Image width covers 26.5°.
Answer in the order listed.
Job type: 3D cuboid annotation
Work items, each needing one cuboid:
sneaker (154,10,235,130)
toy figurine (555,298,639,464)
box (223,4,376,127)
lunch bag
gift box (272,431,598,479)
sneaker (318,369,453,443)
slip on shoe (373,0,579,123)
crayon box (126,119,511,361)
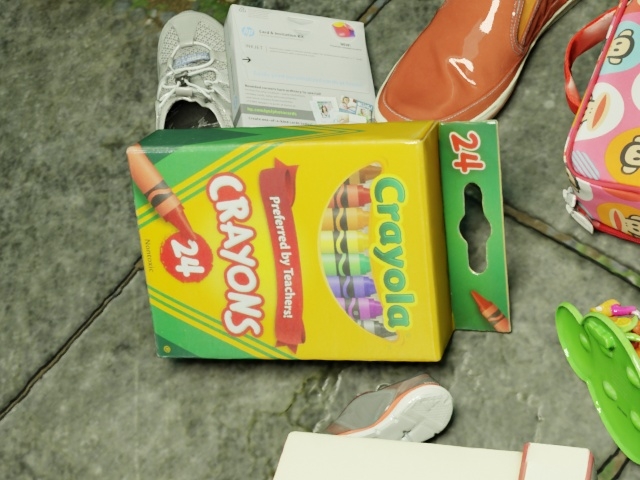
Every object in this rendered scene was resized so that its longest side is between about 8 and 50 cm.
[{"bbox_3d":[-0.115,-0.136,1.363,0.105,0.115,0.281,-19,56,6],"label":"sneaker"},{"bbox_3d":[0.303,0.086,1.119,0.159,0.130,0.173,-19,30,-10],"label":"toy figurine"},{"bbox_3d":[-0.017,-0.146,1.343,0.145,0.038,0.186,4,56,-19],"label":"box"},{"bbox_3d":[0.339,-0.131,1.213,0.258,0.120,0.293,16,66,26],"label":"lunch bag"},{"bbox_3d":[0.092,0.311,0.946,0.258,0.255,0.276,1,54,20],"label":"gift box"},{"bbox_3d":[0.039,0.165,1.177,0.158,0.061,0.065,-27,28,-1],"label":"sneaker"},{"bbox_3d":[0.165,-0.221,1.332,0.123,0.101,0.331,33,72,30],"label":"slip on shoe"},{"bbox_3d":[0.000,0.000,1.193,0.319,0.202,0.081,-2,18,17],"label":"crayon box"}]
